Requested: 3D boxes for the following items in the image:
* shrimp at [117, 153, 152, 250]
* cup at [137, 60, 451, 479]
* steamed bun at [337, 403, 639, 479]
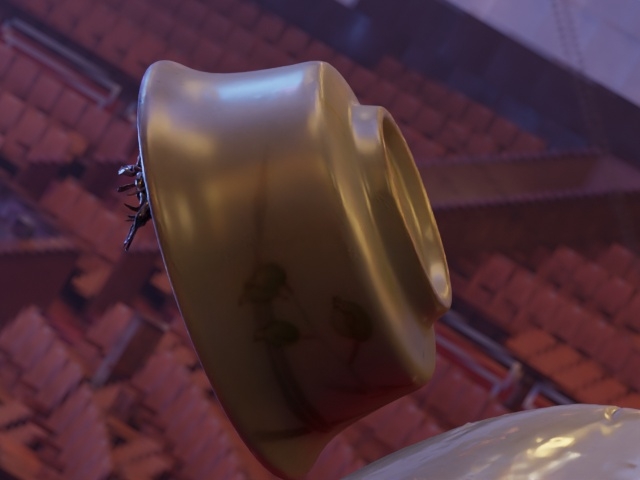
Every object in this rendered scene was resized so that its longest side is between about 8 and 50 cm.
[{"bbox_3d":[-0.133,-0.056,1.503,0.065,0.165,0.056,22,-44,10],"label":"shrimp"},{"bbox_3d":[0.000,0.000,1.430,0.347,0.163,0.347,-18,90,-78],"label":"cup"},{"bbox_3d":[0.049,0.148,0.646,0.154,0.200,0.250,59,-31,7],"label":"steamed bun"}]
